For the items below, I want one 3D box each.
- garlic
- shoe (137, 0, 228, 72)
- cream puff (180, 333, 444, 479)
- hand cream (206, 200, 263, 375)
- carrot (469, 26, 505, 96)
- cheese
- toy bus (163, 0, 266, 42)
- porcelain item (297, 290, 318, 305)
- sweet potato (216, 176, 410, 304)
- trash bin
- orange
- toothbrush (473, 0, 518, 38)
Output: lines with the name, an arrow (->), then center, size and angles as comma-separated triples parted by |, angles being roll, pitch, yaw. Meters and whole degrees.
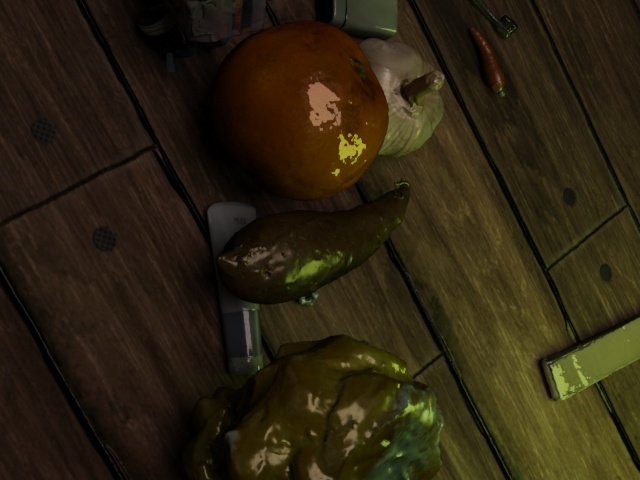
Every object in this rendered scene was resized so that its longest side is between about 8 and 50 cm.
garlic -> 0.136, -0.240, 1.479 | 0.199, 0.226, 0.199 | 4, 82, -27
shoe -> -0.175, -0.333, 1.388 | 0.207, 0.092, 0.106 | -48, 127, -32
cream puff -> -0.030, 0.278, 1.250 | 0.378, 0.276, 0.378 | -29, 136, -33
hand cream -> -0.118, 0.068, 1.370 | 0.079, 0.048, 0.255 | 0, 79, -38
carrot -> 0.306, -0.326, 1.717 | 0.035, 0.035, 0.142 | -18, 85, -33
cheese -> 0.568, 0.202, 1.789 | 0.400, 0.034, 0.085 | -16, 91, -34
toy bus -> -0.191, -0.412, 1.299 | 0.138, 0.112, 0.317 | -22, 60, -20
porcelain item -> -0.033, 0.065, 1.435 | 0.036, 0.028, 0.083 | -37, 104, -14
sweet potato -> 0.001, 0.004, 1.385 | 0.423, 0.131, 0.130 | -19, 92, -46
trash bin -> 0.060, -0.397, 1.555 | 0.130, 0.059, 0.116 | 3, 82, -33
orange -> -0.031, -0.183, 1.343 | 0.261, 0.261, 0.261 | 6, 78, -32
toothbrush -> 0.255, -0.478, 1.712 | 0.297, 0.031, 0.030 | 40, 37, -19
